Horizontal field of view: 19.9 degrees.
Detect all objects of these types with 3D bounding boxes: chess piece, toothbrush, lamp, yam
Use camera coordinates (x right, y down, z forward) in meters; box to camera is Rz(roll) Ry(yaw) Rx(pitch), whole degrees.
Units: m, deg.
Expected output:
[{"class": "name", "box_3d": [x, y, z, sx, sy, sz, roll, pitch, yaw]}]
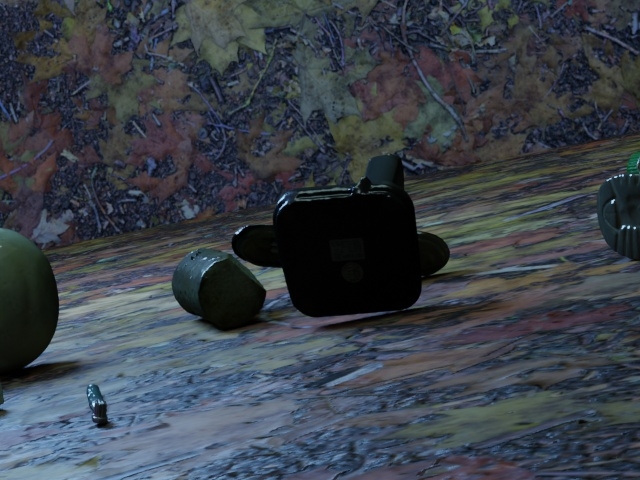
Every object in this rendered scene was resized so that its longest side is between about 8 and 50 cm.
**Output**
[{"class": "chess piece", "box_3d": [-0.400, 0.064, 1.657, 0.330, 0.182, 0.182, -6, 5, 7]}, {"class": "toothbrush", "box_3d": [-0.158, 0.112, 1.289, 0.011, 0.014, 0.167, 5, 1, -9]}, {"class": "lamp", "box_3d": [-0.001, -0.007, 1.603, 0.203, 0.124, 0.283, -6, 5, 9]}, {"class": "yam", "box_3d": [-0.096, 0.042, 1.698, 0.068, 0.068, 0.169, -13, 4, -13]}]

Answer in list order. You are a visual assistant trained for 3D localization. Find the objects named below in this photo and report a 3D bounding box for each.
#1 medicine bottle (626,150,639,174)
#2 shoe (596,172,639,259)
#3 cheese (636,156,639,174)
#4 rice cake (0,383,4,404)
[{"class": "medicine bottle", "box_3d": [0.436, -0.088, 1.982, 0.095, 0.064, 0.260, -2, -2, -34]}, {"class": "shoe", "box_3d": [0.313, -0.027, 1.507, 0.099, 0.071, 0.169, -12, 7, -44]}, {"class": "cheese", "box_3d": [0.443, -0.079, 1.766, 0.249, 0.071, 0.163, -8, 7, -15]}, {"class": "rice cake", "box_3d": [-0.290, 0.118, 1.461, 0.029, 0.033, 0.171, -18, 7, -28]}]
